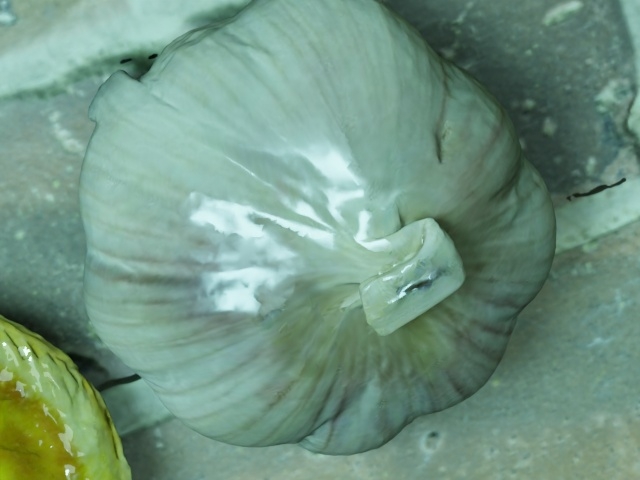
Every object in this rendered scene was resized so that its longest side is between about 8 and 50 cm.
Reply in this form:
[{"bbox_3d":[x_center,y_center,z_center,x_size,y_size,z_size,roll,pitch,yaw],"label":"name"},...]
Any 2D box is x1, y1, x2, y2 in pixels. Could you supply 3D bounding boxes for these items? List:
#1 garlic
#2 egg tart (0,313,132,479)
[{"bbox_3d":[-0.004,-0.003,1.280,0.322,0.241,0.322,4,113,10],"label":"garlic"},{"bbox_3d":[-0.288,0.167,1.318,0.319,0.128,0.319,-3,105,-11],"label":"egg tart"}]
